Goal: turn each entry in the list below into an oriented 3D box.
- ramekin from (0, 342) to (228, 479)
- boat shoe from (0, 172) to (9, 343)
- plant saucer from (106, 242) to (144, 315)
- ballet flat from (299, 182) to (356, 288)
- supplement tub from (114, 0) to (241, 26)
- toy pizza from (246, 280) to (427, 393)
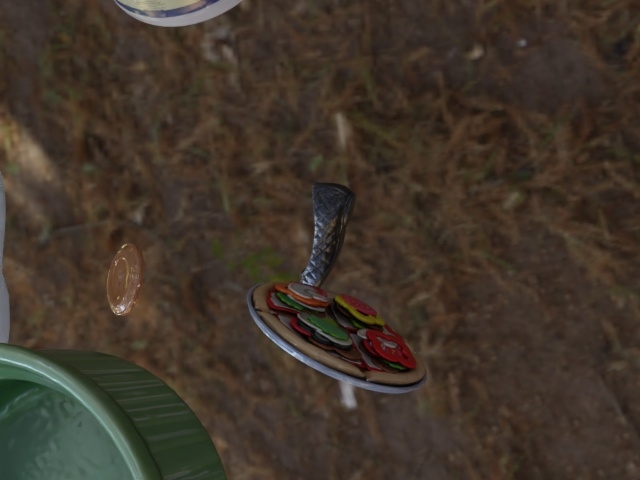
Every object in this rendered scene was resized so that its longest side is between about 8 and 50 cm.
[{"bbox_3d":[-0.214,0.223,1.034,0.304,0.148,0.303,0,90,23],"label":"ramekin"},{"bbox_3d":[-0.450,0.005,1.687,0.114,0.091,0.302,-29,66,44],"label":"boat shoe"},{"bbox_3d":[-0.224,0.044,1.549,0.083,0.013,0.083,-25,60,54],"label":"plant saucer"},{"bbox_3d":[0.000,0.000,1.548,0.049,0.057,0.173,23,130,7],"label":"ballet flat"},{"bbox_3d":[-0.206,-0.430,1.577,0.236,0.325,0.235,-11,57,17],"label":"supplement tub"},{"bbox_3d":[0.021,0.088,1.376,0.201,0.201,0.032,38,110,34],"label":"toy pizza"}]
